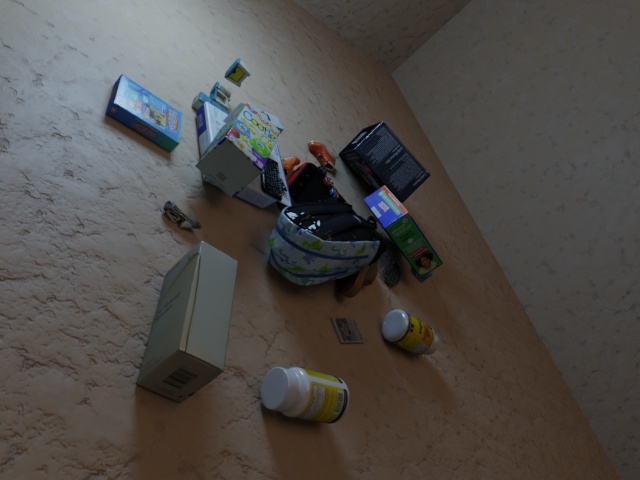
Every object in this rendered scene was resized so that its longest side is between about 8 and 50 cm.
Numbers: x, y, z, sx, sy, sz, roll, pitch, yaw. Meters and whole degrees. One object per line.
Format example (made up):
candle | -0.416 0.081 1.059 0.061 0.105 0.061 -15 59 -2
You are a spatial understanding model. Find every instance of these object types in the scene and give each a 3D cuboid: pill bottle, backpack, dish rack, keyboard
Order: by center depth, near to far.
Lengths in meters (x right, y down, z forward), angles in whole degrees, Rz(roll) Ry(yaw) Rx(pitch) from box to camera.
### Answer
pill bottle | -0.037 0.378 1.348 0.208 0.119 0.119 26 37 -40
backpack | 0.000 0.000 1.703 0.290 0.273 0.355 40 11 20
keyboard | -0.153 -0.206 1.822 0.108 0.023 0.180 30 36 -37
pill bottle | 0.323 0.332 1.938 0.215 0.117 0.117 31 34 -34
dish rack | 0.244 0.048 2.200 0.271 0.074 0.208 48 29 -7

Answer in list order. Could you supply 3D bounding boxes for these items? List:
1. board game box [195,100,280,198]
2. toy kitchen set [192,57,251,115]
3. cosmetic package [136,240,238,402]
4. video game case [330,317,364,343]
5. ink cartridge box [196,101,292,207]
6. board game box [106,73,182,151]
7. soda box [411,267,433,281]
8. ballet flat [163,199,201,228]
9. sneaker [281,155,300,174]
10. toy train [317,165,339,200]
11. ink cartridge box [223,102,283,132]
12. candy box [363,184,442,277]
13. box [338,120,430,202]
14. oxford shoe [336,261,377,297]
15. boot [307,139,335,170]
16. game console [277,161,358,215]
board game box | -0.239 -0.277 1.642 0.144 0.142 0.275 42 29 -20
toy kitchen set | -0.340 -0.536 1.913 0.122 0.166 0.207 34 32 -30
cosmetic package | -0.279 0.169 1.191 0.113 0.160 0.310 34 32 -29
video game case | 0.088 0.288 1.753 0.122 0.011 0.087 13 47 -50
ink cartridge box | -0.257 -0.266 1.828 0.330 0.071 0.324 28 36 -42
board game box | -0.507 -0.371 1.600 0.210 0.047 0.160 31 34 -33
soda box | 0.465 0.097 2.477 0.071 0.067 0.210 46 29 -11
ballet flat | -0.370 -0.057 1.456 0.114 0.041 0.041 41 30 -20
sneaker | -0.131 -0.278 2.055 0.175 0.064 0.068 -24 97 -56
toy train | 0.030 -0.224 2.135 0.036 0.027 0.158 -6 64 -56
ink cartridge box | -0.223 -0.383 1.832 0.180 0.104 0.060 9 50 -53
candy box | 0.340 -0.041 2.266 0.317 0.122 0.268 48 9 -32
box | 0.274 -0.340 2.434 0.312 0.179 0.343 45 -3 -10
oxford shoe | 0.151 0.114 1.939 0.130 0.123 0.348 52 29 -13
boot | 0.007 -0.364 2.349 0.158 0.059 0.085 36 37 -29
game console | 0.002 -0.113 2.060 0.342 0.060 0.386 50 28 -11
